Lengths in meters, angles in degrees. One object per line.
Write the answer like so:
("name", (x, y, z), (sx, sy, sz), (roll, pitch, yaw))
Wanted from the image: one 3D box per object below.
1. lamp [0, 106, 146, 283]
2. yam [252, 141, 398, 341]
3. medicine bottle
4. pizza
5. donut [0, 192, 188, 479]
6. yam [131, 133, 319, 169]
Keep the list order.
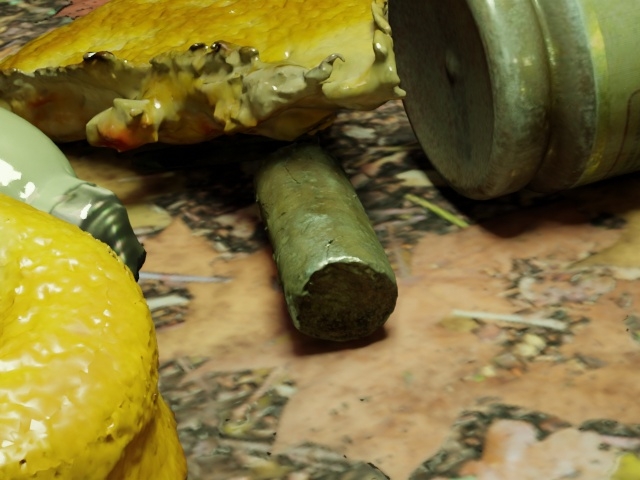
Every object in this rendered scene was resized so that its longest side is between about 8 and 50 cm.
("lamp", (-0.193, -0.026, 0.816), (0.250, 0.101, 0.101), (15, 36, 29))
("yam", (0.000, 0.000, 0.793), (0.054, 0.054, 0.132), (-9, 30, -7))
("medicine bottle", (0.208, -0.126, 0.876), (0.323, 0.151, 0.151), (-15, 32, -17))
("pizza", (-0.048, -0.101, 0.902), (0.297, 0.071, 0.189), (0, 29, 45))
("donut", (-0.179, 0.066, 0.658), (0.254, 0.118, 0.253), (8, 34, -6))
("yam", (-0.052, -0.049, 0.919), (0.107, 0.014, 0.014), (-5, 30, -1))
